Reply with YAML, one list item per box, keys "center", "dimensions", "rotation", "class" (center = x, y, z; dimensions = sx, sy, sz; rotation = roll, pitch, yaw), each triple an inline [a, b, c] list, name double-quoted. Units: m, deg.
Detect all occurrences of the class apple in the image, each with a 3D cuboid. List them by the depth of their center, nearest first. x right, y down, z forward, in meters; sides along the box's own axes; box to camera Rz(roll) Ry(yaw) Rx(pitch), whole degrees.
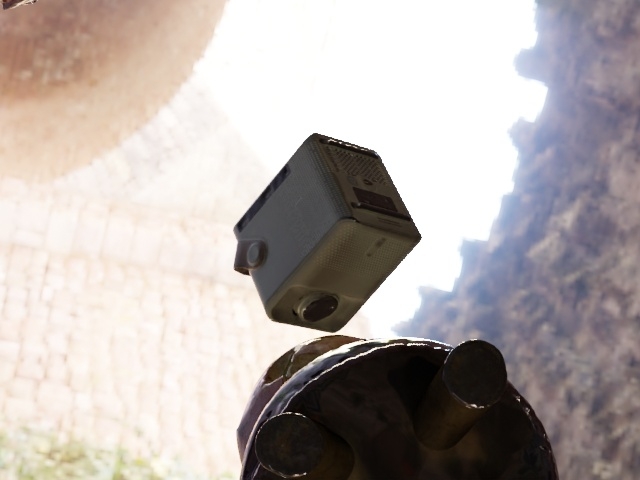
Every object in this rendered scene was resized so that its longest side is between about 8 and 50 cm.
- center: [0.013, 0.187, 1.332]
  dimensions: [0.199, 0.199, 0.199]
  rotation: [-168, -90, -77]
  class: "apple"

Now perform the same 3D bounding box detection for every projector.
- center: [0.000, 0.000, 1.787]
  dimensions: [0.242, 0.163, 0.177]
  rotation: [-48, -134, 29]
  class: "projector"

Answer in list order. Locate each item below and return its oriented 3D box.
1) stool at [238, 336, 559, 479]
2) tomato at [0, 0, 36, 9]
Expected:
- center: [0.070, 0.205, 1.025]
  dimensions: [0.178, 0.272, 0.272]
  rotation: [107, -7, -82]
  class: "stool"
- center: [-0.311, -0.379, 1.259]
  dimensions: [0.290, 0.334, 0.176]
  rotation: [68, 22, -8]
  class: "tomato"
